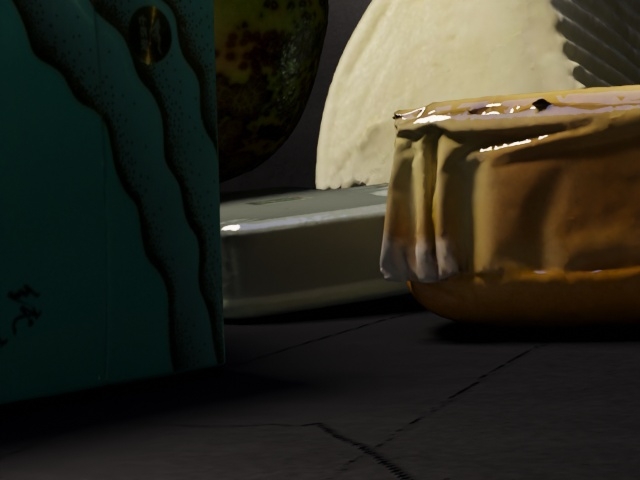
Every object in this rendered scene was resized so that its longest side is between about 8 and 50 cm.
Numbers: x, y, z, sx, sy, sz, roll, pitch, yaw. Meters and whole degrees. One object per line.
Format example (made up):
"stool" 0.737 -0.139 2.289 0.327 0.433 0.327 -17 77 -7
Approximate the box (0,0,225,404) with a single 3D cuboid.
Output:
"box" -0.129 -0.019 0.646 0.042 0.161 0.226 5 8 43

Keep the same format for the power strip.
"power strip" 0.000 0.001 1.033 0.193 0.059 0.265 -8 5 -16

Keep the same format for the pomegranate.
"pomegranate" -0.125 -0.120 1.117 0.204 0.222 0.276 7 39 45

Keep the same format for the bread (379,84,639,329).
"bread" 0.154 -0.015 0.802 0.241 0.107 0.136 -1 1 18

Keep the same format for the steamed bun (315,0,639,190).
"steamed bun" 0.125 -0.099 1.369 0.272 0.274 0.290 -18 -7 23
